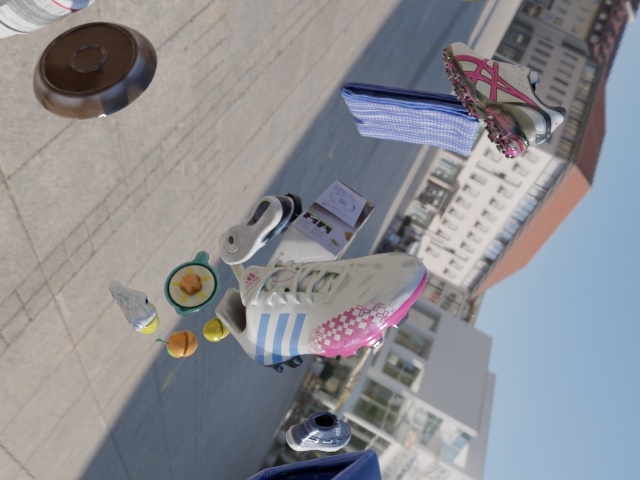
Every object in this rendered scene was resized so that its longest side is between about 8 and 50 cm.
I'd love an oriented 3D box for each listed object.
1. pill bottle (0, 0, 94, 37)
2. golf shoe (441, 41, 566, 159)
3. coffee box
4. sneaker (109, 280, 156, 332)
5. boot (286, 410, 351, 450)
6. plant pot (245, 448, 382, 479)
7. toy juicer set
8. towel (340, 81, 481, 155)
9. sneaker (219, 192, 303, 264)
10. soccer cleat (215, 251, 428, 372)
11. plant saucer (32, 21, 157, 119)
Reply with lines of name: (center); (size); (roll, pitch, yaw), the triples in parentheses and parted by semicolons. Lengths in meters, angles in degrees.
pill bottle: (-0.628, -0.541, 1.302); (0.161, 0.283, 0.161); (17, 70, -57)
golf shoe: (0.216, -0.182, 0.735); (0.086, 0.186, 0.067); (-31, 149, 5)
coffee box: (0.000, 0.000, 1.138); (0.141, 0.098, 0.246); (-57, 176, 32)
sneaker: (-0.392, 0.129, 1.273); (0.061, 0.152, 0.054); (-37, 142, -16)
boot: (0.021, 0.401, 1.287); (0.086, 0.069, 0.190); (-42, 149, 28)
plant pot: (-0.028, 0.468, 0.917); (0.235, 0.212, 0.236); (-20, 170, 24)
toy juicer set: (-0.279, 0.132, 1.453); (0.329, 0.209, 0.089); (-46, 158, -21)
towel: (0.172, -0.215, 1.125); (0.336, 0.243, 0.040); (19, 82, -80)
sneaker: (-0.112, -0.019, 1.276); (0.121, 0.079, 0.217); (-10, 158, -48)
soccer cleat: (-0.021, 0.075, 0.745); (0.331, 0.143, 0.116); (-32, -161, 46)
plant saucer: (-0.557, -0.429, 1.479); (0.311, 0.310, 0.050); (-59, 164, -22)
